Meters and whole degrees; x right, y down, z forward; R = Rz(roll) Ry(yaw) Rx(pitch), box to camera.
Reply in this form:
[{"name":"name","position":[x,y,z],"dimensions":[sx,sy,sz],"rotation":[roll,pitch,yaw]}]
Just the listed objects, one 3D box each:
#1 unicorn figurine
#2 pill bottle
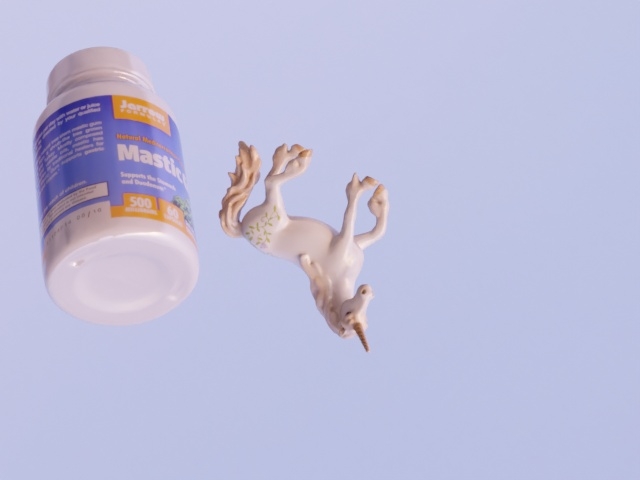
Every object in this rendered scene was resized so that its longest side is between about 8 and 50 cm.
[{"name":"unicorn figurine","position":[0.000,0.000,1.252],"dimensions":[0.162,0.060,0.111],"rotation":[25,-91,24]},{"name":"pill bottle","position":[-0.210,-0.063,1.782],"dimensions":[0.152,0.152,0.272],"rotation":[-29,-132,21]}]
